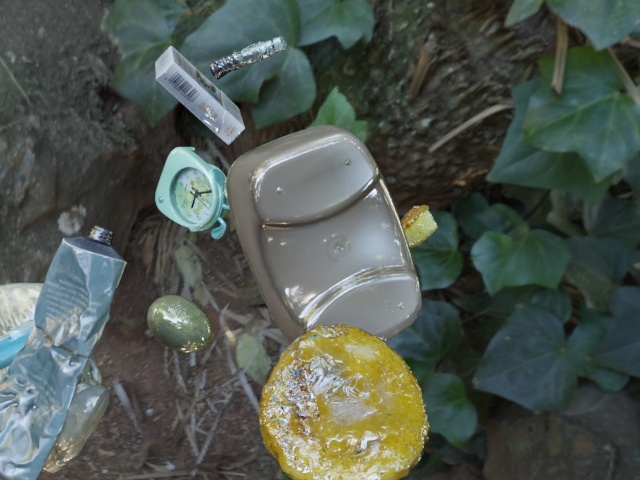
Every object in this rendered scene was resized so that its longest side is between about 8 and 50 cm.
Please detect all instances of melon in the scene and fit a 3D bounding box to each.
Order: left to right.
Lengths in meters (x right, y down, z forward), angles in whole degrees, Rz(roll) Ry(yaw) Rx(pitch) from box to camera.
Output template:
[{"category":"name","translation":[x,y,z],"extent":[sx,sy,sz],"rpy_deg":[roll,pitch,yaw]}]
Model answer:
[{"category":"melon","translation":[-0.262,0.156,1.332],"extent":[0.131,0.098,0.098],"rpy_deg":[27,62,13]}]

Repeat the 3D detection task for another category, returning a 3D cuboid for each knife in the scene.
[{"category":"knife","translation":[-0.290,0.101,0.666],"extent":[0.222,0.064,0.031],"rpy_deg":[-24,108,-55]}]

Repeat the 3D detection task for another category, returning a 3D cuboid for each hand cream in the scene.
[{"category":"hand cream","translation":[-0.215,0.102,0.532],"extent":[0.075,0.052,0.247],"rpy_deg":[23,83,19]}]

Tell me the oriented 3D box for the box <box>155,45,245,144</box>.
[{"category":"box","translation":[-0.288,-0.348,1.713],"extent":[0.233,0.067,0.149],"rpy_deg":[41,15,-30]}]

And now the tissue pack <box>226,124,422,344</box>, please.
[{"category":"tissue pack","translation":[0.000,0.000,1.263],"extent":[0.267,0.277,0.387],"rpy_deg":[-24,103,-9]}]

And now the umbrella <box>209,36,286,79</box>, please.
[{"category":"umbrella","translation":[-0.164,-0.416,1.607],"extent":[0.046,0.188,0.050],"rpy_deg":[60,26,-29]}]

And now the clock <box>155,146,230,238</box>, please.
[{"category":"clock","translation":[-0.248,-0.091,1.459],"extent":[0.188,0.148,0.060],"rpy_deg":[36,24,22]}]

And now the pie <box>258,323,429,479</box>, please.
[{"category":"pie","translation":[0.034,0.242,1.033],"extent":[0.273,0.069,0.273],"rpy_deg":[5,47,-5]}]

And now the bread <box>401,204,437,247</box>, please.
[{"category":"bread","translation":[0.255,-0.036,1.940],"extent":[0.125,0.156,0.086],"rpy_deg":[-42,90,4]}]

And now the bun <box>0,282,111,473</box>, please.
[{"category":"bun","translation":[-0.439,0.216,1.075],"extent":[0.282,0.205,0.281],"rpy_deg":[-4,62,7]}]
